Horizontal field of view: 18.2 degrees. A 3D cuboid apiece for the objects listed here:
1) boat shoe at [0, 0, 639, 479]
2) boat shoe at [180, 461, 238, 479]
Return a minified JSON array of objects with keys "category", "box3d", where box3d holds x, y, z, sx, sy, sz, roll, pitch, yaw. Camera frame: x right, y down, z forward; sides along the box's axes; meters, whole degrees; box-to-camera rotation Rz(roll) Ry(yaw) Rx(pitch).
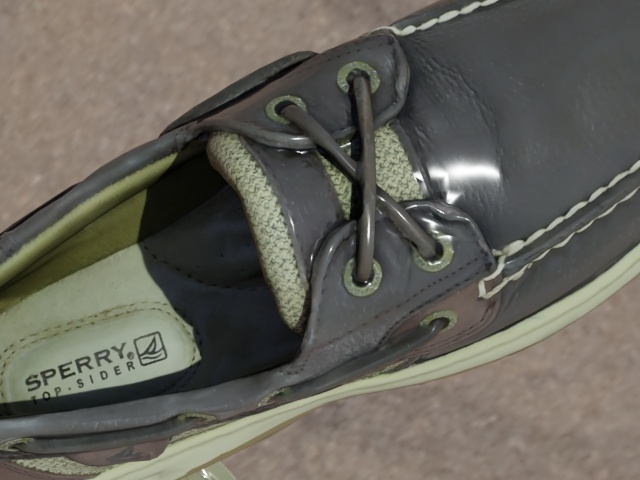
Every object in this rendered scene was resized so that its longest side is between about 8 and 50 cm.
[{"category":"boat shoe","box3d":[-0.001,-0.001,0.453,0.080,0.223,0.073,66,15,12]},{"category":"boat shoe","box3d":[-0.165,0.158,0.695,0.302,0.103,0.113,-25,81,-21]}]
